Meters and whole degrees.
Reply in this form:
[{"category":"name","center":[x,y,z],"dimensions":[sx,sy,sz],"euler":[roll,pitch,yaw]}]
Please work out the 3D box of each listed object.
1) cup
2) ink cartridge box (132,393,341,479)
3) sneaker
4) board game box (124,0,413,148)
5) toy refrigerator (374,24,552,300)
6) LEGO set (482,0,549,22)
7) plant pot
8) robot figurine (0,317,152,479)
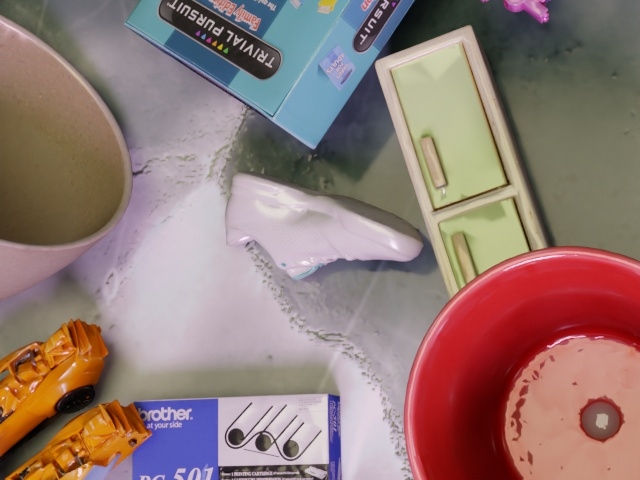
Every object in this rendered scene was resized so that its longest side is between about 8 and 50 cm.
[{"category":"cup","center":[-0.392,-0.053,1.322],"dimensions":[0.237,0.331,0.331],"euler":[-45,71,31]},{"category":"ink cartridge box","center":[-0.084,0.205,1.306],"dimensions":[0.207,0.046,0.097],"euler":[-4,79,16]},{"category":"sneaker","center":[0.000,0.000,1.308],"dimensions":[0.212,0.080,0.094],"euler":[18,99,25]},{"category":"board game box","center":[-0.012,-0.293,1.308],"dimensions":[0.254,0.079,0.336],"euler":[36,93,38]},{"category":"toy refrigerator","center":[0.144,-0.058,1.256],"dimensions":[0.102,0.094,0.269],"euler":[-19,77,12]},{"category":"LEGO set","center":[0.260,-0.282,1.265],"dimensions":[0.093,0.087,0.227],"euler":[42,88,15]},{"category":"plant pot","center":[0.227,0.156,1.119],"dimensions":[0.275,0.243,0.275],"euler":[-3,81,17]},{"category":"robot figurine","center":[-0.318,0.219,1.337],"dimensions":[0.291,0.085,0.211],"euler":[-39,60,12]}]
